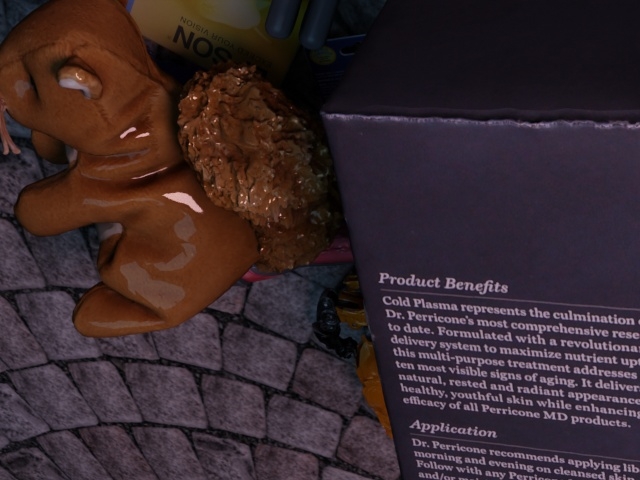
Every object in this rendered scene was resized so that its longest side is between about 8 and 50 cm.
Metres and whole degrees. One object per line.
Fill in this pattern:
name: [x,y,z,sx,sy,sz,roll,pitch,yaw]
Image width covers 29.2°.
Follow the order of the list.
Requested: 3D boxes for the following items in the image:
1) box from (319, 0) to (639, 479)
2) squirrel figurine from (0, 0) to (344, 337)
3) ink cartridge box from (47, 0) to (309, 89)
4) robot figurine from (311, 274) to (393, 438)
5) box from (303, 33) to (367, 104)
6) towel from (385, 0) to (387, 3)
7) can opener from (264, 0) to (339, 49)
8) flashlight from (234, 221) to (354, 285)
box: [0.244,-0.044,1.127,0.297,0.480,0.472,4,129,21]
squirrel figurine: [-0.161,-0.115,1.354,0.396,0.281,0.370,-2,134,20]
ink cartridge box: [-0.156,-0.283,1.376,0.303,0.072,0.307,27,130,-2]
robot figurine: [0.113,0.145,1.600,0.211,0.085,0.291,-5,130,25]
box: [0.076,-0.145,1.415,0.136,0.036,0.225,-3,128,24]
towel: [0.106,-0.296,1.277,0.110,0.027,0.148,8,131,25]
can opener: [0.012,-0.326,1.209,0.074,0.093,0.280,18,109,-3]
flashlight: [0.000,0.000,1.525,0.304,0.103,0.103,-4,125,27]
